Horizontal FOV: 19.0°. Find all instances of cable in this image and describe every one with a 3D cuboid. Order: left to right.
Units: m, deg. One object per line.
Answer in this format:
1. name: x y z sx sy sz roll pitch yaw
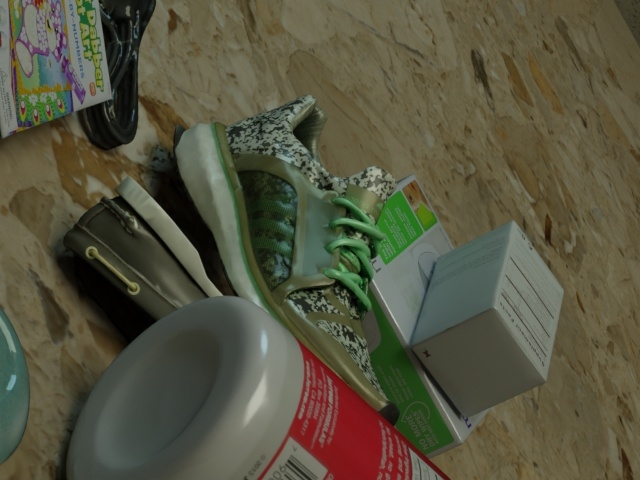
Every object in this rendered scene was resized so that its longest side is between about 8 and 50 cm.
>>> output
1. cable: -0.216 -0.212 1.960 0.139 0.072 0.287 45 40 -62

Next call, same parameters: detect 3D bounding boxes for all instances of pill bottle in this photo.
1. pill bottle: -0.009 0.250 1.676 0.408 0.229 0.229 44 32 -30

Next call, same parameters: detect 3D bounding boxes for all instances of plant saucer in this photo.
1. plant saucer: -0.294 0.090 1.547 0.195 0.037 0.195 39 36 -36

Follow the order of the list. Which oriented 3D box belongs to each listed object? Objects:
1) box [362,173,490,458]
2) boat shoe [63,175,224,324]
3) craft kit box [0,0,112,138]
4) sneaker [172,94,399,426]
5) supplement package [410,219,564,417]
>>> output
1. box: 0.075 0.091 2.073 0.262 0.127 0.231 62 26 -3
2. boat shoe: -0.120 0.083 1.788 0.305 0.091 0.109 54 -8 -19
3. craft kit box: -0.273 -0.228 1.723 0.246 0.061 0.249 -42 126 -71
4. sneaker: 0.000 0.000 1.847 0.410 0.182 0.158 61 6 34
5. supplement package: 0.177 0.081 2.004 0.105 0.105 0.179 54 28 -19
